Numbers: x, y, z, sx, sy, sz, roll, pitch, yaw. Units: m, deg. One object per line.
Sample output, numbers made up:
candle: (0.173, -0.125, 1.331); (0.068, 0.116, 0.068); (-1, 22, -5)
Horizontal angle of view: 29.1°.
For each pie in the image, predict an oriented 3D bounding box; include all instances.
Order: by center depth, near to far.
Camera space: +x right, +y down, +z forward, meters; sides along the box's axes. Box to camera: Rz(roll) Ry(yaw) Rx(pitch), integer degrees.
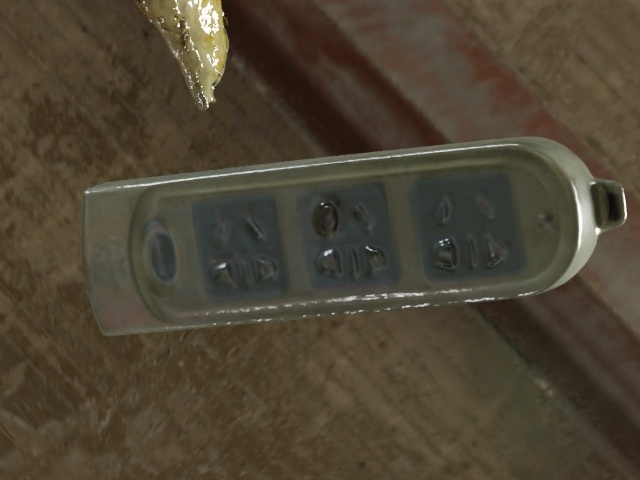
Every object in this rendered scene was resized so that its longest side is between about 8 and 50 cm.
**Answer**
pie: (-0.132, -0.245, 1.089); (0.068, 0.282, 0.129); (-6, -133, 12)

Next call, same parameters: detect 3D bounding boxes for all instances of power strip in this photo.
power strip: (0.002, -0.001, 0.594); (0.285, 0.048, 0.080); (-5, -82, 27)
